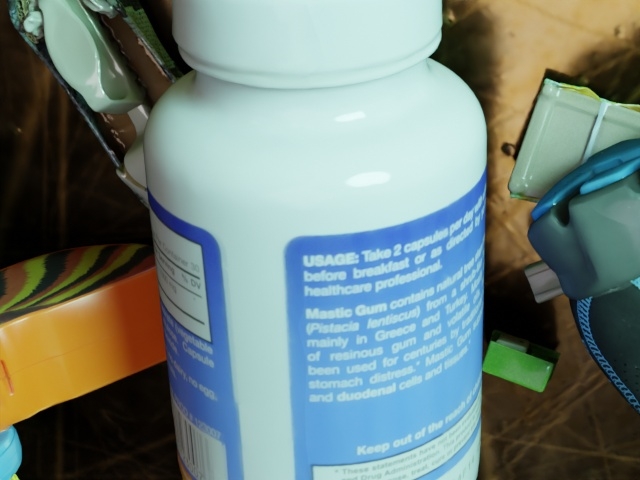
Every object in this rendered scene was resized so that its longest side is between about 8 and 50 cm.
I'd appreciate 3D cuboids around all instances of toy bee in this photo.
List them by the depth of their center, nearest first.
[{"bbox_3d":[-0.227,0.063,0.648,0.162,0.298,0.195,16,104,50],"label":"toy bee"}]

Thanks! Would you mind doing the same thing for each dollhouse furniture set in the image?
[{"bbox_3d":[0.127,0.000,0.645,0.076,0.058,0.151,19,96,10],"label":"dollhouse furniture set"}]

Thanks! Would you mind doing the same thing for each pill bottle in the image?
[{"bbox_3d":[0.000,0.000,0.586,0.152,0.152,0.272,3,119,9],"label":"pill bottle"}]

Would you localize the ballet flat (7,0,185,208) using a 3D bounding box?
[{"bbox_3d":[-0.094,-0.063,0.637,0.070,0.070,0.188,-30,105,21],"label":"ballet flat"}]

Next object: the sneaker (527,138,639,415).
[{"bbox_3d":[0.267,-0.022,0.534,0.341,0.125,0.139,-23,98,23],"label":"sneaker"}]
